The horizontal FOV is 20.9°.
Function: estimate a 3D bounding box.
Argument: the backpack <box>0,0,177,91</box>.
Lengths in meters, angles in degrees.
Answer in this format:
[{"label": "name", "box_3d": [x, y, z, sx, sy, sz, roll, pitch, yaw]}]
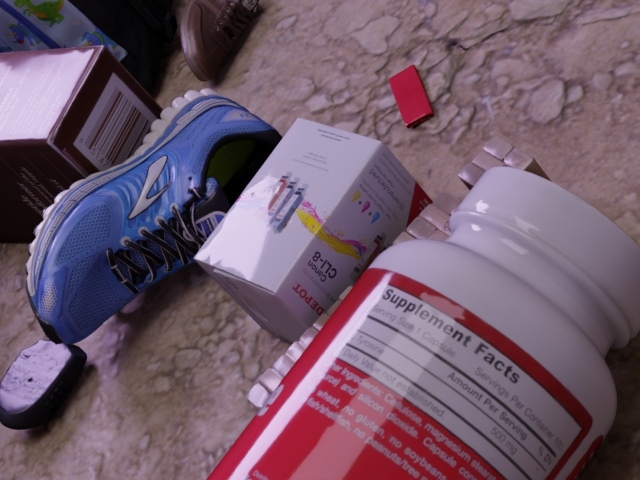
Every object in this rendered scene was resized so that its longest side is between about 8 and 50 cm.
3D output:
[{"label": "backpack", "box_3d": [-0.361, -0.340, 2.037, 0.273, 0.355, 0.290, -20, 45, 26]}]

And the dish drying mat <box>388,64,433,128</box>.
[{"label": "dish drying mat", "box_3d": [0.092, -0.146, 1.765, 0.032, 0.008, 0.083, -30, 40, 13]}]

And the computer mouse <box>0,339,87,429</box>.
[{"label": "computer mouse", "box_3d": [-0.251, 0.102, 1.805, 0.071, 0.041, 0.242, 18, 61, 37]}]

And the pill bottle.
[{"label": "pill bottle", "box_3d": [0.079, 0.150, 1.336, 0.229, 0.229, 0.408, 24, 71, 48]}]

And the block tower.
[{"label": "block tower", "box_3d": [0.083, 0.066, 1.515, 0.335, 0.097, 0.091, -47, 39, -4]}]

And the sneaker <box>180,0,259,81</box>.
[{"label": "sneaker", "box_3d": [-0.109, -0.265, 1.990, 0.071, 0.066, 0.188, -15, 47, 28]}]

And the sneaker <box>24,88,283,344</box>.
[{"label": "sneaker", "box_3d": [-0.161, -0.022, 1.753, 0.147, 0.130, 0.330, 20, 60, 42]}]

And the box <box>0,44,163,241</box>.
[{"label": "box", "box_3d": [-0.346, -0.102, 1.938, 0.381, 0.191, 0.143, 2, 57, 41]}]

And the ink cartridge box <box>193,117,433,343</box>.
[{"label": "ink cartridge box", "box_3d": [0.000, 0.000, 1.614, 0.127, 0.128, 0.176, 22, 71, 47]}]
